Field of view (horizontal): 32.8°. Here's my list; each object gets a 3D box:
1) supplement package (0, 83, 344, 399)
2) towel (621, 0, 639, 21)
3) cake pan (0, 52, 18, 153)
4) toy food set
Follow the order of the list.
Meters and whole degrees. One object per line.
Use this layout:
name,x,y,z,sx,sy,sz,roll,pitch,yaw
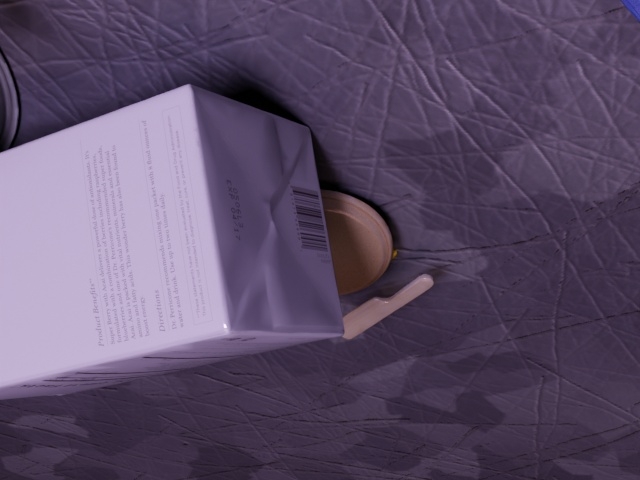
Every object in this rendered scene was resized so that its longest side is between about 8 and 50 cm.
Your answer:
supplement package,-0.159,0.017,0.849,0.293,0.177,0.175,-14,169,26
towel,0.355,-0.195,0.654,0.336,0.040,0.243,-29,129,35
cake pan,-0.392,-0.119,0.860,0.293,0.054,0.293,5,142,4
toy food set,0.000,0.000,0.965,0.192,0.038,0.132,40,126,-24
